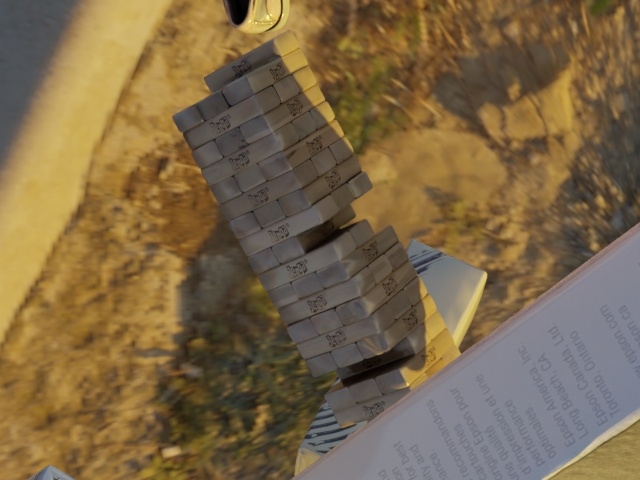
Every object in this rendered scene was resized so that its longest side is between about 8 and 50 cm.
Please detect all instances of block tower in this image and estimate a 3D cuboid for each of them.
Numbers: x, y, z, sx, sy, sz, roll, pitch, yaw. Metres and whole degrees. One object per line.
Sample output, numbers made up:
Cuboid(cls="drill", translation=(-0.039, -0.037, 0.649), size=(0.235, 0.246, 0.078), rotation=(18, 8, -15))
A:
Cuboid(cls="block tower", translation=(0.000, 0.000, 1.403), size=(0.091, 0.097, 0.335), rotation=(-23, 97, 37))

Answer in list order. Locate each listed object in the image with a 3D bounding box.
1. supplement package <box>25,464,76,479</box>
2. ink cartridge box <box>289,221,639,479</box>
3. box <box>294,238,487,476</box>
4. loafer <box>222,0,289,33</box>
Cuboid(cls="supplement package", translation=(-0.283, 0.375, 1.782), size=(0.194, 0.149, 0.203), rotation=(35, 139, -19))
Cuboid(cls="ink cartridge box", translation=(0.134, 0.092, 0.679), size=(0.307, 0.303, 0.072), rotation=(-41, 60, 31))
Cuboid(cls="box", translation=(0.074, 0.144, 1.741), size=(0.094, 0.113, 0.275), rotation=(24, 61, 9))
Cuboid(cls="loafer", translation=(-0.050, -0.189, 1.027), size=(0.045, 0.039, 0.125), rotation=(-10, 96, 33))
